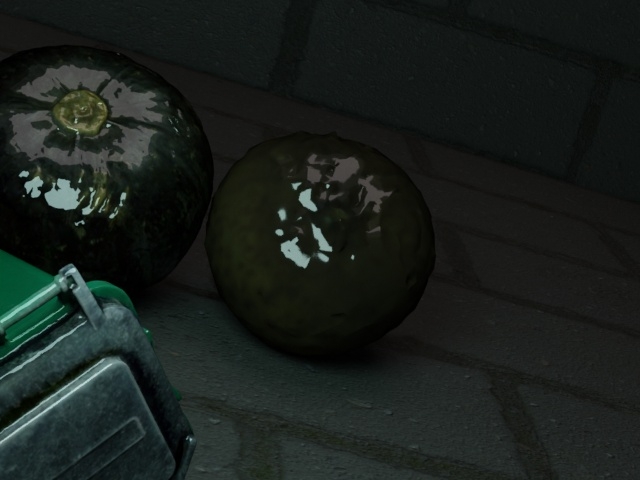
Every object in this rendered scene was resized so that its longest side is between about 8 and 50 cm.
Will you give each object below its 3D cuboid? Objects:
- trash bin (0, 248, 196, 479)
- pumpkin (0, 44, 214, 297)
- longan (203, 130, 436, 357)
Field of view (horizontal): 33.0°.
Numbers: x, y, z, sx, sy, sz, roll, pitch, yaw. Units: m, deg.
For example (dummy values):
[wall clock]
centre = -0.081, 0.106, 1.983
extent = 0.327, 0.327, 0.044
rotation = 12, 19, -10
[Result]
[trash bin]
centre = -0.345, 0.142, 1.139
extent = 0.259, 0.295, 0.381
rotation = -37, 37, -25
[pumpkin]
centre = -0.396, -0.103, 1.737
extent = 0.454, 0.344, 0.455
rotation = 7, 52, -9
[longan]
centre = 0.000, 0.000, 1.810
extent = 0.390, 0.391, 0.391
rotation = 16, 20, -6
